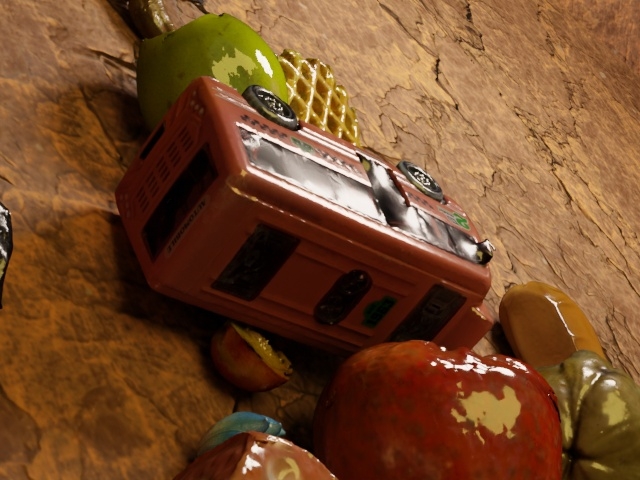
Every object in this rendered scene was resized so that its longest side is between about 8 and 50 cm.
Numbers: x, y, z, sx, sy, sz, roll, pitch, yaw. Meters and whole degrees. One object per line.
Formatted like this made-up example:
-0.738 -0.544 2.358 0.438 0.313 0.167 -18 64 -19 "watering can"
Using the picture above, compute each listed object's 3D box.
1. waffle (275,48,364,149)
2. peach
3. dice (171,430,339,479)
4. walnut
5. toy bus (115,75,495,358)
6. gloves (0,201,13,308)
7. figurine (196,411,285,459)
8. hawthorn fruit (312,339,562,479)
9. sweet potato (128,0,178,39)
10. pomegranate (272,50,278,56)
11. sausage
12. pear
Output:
-0.008 -0.144 1.535 0.245 0.052 0.254 -10 82 -58 "waffle"
-0.080 0.128 1.193 0.098 0.061 0.098 45 7 -7 "peach"
-0.066 0.287 0.937 0.179 0.174 0.175 46 30 -12 "dice"
0.308 0.262 1.354 0.227 0.283 0.283 16 27 16 "walnut"
0.000 0.000 1.258 0.427 0.203 0.233 23 27 -35 "toy bus"
-0.344 0.042 0.949 0.129 0.106 0.181 26 66 -31 "gloves"
-0.076 0.206 1.071 0.079 0.114 0.114 53 31 16 "figurine"
0.130 0.255 1.145 0.276 0.276 0.307 17 59 -41 "hawthorn fruit"
-0.211 -0.279 1.482 0.182 0.054 0.053 55 -2 14 "sweet potato"
-0.063 -0.232 1.583 0.073 0.084 0.073 20 45 -22 "pomegranate"
0.351 0.163 1.634 0.136 0.120 0.241 27 34 -56 "sausage"
-0.125 -0.167 1.359 0.187 0.187 0.220 -31 99 -58 "pear"
